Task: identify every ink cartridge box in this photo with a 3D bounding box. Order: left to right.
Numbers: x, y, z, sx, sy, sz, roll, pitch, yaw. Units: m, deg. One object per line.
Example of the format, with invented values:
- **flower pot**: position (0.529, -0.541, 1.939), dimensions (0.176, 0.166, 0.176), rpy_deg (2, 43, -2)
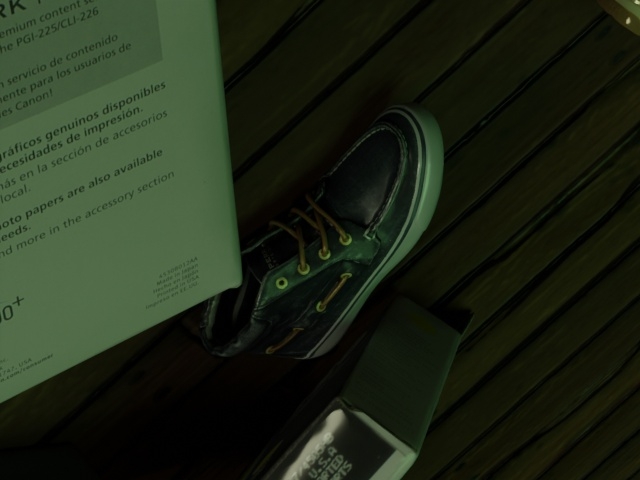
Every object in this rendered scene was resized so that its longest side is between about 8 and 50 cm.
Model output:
- **ink cartridge box**: position (-0.195, -0.051, 0.632), dimensions (0.309, 0.130, 0.272), rpy_deg (-26, 137, -25)
- **ink cartridge box**: position (-0.033, 0.175, 1.099), dimensions (0.304, 0.072, 0.307), rpy_deg (-51, -179, 16)

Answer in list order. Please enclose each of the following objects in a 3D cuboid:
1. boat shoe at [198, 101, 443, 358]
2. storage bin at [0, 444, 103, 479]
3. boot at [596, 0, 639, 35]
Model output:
- **boat shoe**: position (0.000, 0.000, 0.998), dimensions (0.083, 0.065, 0.183), rpy_deg (-2, 131, -43)
- **storage bin**: position (-0.176, 0.176, 1.009), dimensions (0.135, 0.091, 0.098), rpy_deg (-1, 129, -41)
- **boot**: position (0.276, -0.193, 1.032), dimensions (0.213, 0.077, 0.165), rpy_deg (-2, 128, -38)
